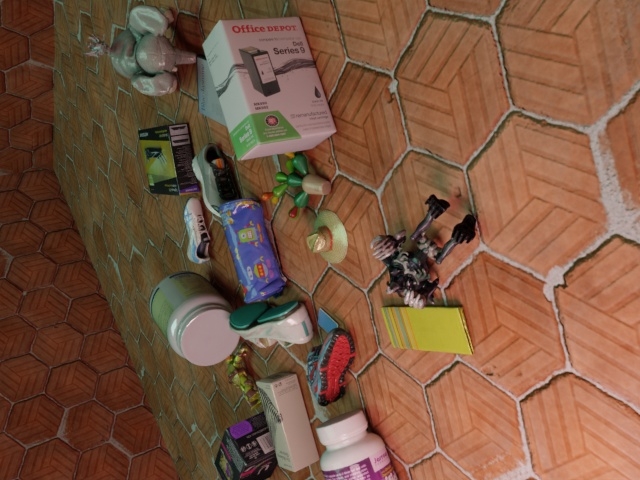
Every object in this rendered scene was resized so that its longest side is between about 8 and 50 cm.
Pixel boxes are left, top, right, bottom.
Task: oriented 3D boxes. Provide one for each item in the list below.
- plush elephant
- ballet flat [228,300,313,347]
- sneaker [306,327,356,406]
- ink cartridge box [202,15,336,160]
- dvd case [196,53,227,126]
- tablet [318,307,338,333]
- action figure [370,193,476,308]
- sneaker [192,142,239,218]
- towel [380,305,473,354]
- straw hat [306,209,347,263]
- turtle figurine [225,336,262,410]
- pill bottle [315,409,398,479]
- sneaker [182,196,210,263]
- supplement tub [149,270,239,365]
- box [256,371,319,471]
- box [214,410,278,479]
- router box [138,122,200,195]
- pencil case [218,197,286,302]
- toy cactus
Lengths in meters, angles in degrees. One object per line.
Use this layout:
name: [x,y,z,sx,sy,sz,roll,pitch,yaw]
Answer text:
plush elephant: [-0.503,-0.568,1.833,0.256,0.330,0.271,19,113,31]
ballet flat: [-0.150,0.257,1.766,0.400,0.139,0.139,-14,92,57]
sneaker: [0.006,0.311,1.559,0.125,0.104,0.261,48,139,39]
ink cartridge box: [-0.117,-0.347,1.364,0.122,0.211,0.288,-24,83,58]
dvd case: [-0.302,-0.439,1.782,0.253,0.022,0.180,33,130,46]
tablet: [0.020,0.219,1.587,0.083,0.006,0.054,39,133,44]
action figure: [0.175,0.040,1.157,0.164,0.141,0.275,48,139,18]
sneaker: [-0.311,-0.178,1.839,0.271,0.100,0.108,61,140,20]
towel: [0.219,0.184,1.262,0.237,0.021,0.102,-9,101,56]
straw hat: [0.000,0.000,1.474,0.145,0.061,0.144,29,126,49]
turtle figurine: [-0.269,0.455,2.048,0.217,0.087,0.269,50,140,33]
pill bottle: [0.099,0.577,1.468,0.169,0.169,0.301,-34,75,56]
sneaker: [-0.421,-0.036,2.093,0.086,0.085,0.237,5,105,28]
supplement tub: [-0.426,0.261,2.041,0.325,0.236,0.235,32,129,55]
box: [-0.100,0.543,1.823,0.113,0.094,0.274,-17,88,58]
box: [-0.242,0.728,2.050,0.143,0.165,0.270,53,142,29]
router box: [-0.546,-0.288,2.160,0.309,0.081,0.242,8,110,55]
pencil case: [-0.193,0.027,1.723,0.119,0.133,0.305,76,176,-85]
toy cactus: [-0.056,-0.148,1.476,0.181,0.112,0.218,19,110,41]
